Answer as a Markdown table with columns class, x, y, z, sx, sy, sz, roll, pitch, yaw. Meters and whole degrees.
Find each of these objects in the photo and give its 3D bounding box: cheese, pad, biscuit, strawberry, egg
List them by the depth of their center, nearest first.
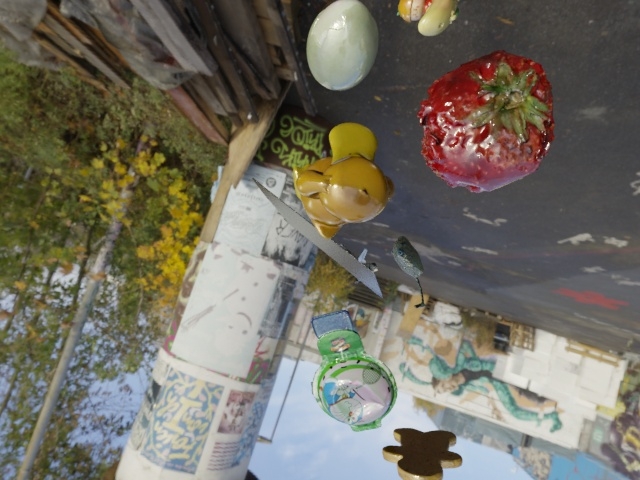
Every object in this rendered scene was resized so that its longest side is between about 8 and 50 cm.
| class | x | y | z | sx | sy | sz | roll | pitch | yaw |
| --- | --- | --- | --- | --- | --- | --- | --- | --- | --- |
| strawberry | 0.322 | -0.225 | 0.844 | 0.274 | 0.273 | 0.220 | 17 | 172 | 2 |
| biscuit | 0.209 | 0.444 | 0.850 | 0.158 | 0.035 | 0.240 | -4 | 175 | 18 |
| cheese | 0.066 | 0.315 | 0.977 | 0.204 | 0.320 | 0.083 | -16 | -166 | 12 |
| pad | 0.000 | 0.000 | 1.003 | 0.368 | 0.007 | 0.247 | 38 | 172 | 22 |
| egg | 0.087 | -0.761 | 1.593 | 0.279 | 0.278 | 0.336 | 18 | 148 | -4 |

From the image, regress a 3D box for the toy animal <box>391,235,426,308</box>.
| class | x | y | z | sx | sy | sz | roll | pitch | yaw |
| --- | --- | --- | --- | --- | --- | --- | --- | --- | --- |
| toy animal | 0.289 | 0.101 | 1.310 | 0.079 | 0.252 | 0.070 | -8 | 152 | -9 |

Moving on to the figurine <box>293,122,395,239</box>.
| class | x | y | z | sx | sy | sz | roll | pitch | yaw |
| --- | --- | --- | --- | --- | --- | --- | --- | --- | --- |
| figurine | 0.043 | -0.103 | 0.808 | 0.215 | 0.215 | 0.228 | 19 | 152 | -10 |

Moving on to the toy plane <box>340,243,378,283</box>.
| class | x | y | z | sx | sy | sz | roll | pitch | yaw |
| --- | --- | --- | --- | --- | --- | --- | --- | --- | --- |
| toy plane | 0.118 | 0.079 | 1.176 | 0.160 | 0.082 | 0.234 | 51 | -179 | 24 |

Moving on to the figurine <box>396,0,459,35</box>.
| class | x | y | z | sx | sy | sz | roll | pitch | yaw |
| --- | --- | --- | --- | --- | --- | --- | --- | --- | --- |
| figurine | 0.397 | -0.866 | 1.523 | 0.223 | 0.324 | 0.124 | 14 | 147 | 13 |
